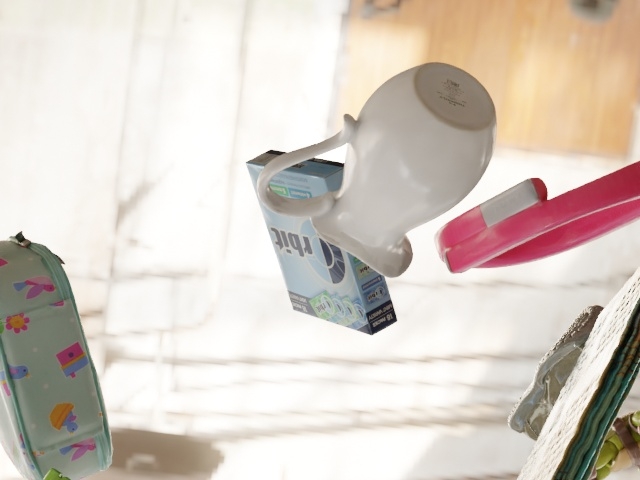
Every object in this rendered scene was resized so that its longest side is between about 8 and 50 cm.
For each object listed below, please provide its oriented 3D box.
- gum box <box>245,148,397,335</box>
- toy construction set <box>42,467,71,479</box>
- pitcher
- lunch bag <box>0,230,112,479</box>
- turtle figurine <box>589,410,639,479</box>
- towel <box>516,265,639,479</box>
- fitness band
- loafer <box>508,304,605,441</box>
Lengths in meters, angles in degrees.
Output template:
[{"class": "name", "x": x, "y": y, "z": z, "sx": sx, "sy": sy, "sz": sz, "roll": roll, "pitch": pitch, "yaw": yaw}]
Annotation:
[{"class": "gum box", "x": 0.000, "y": 0.000, "z": 1.857, "sx": 0.041, "sy": 0.184, "sz": 0.157, "roll": -29, "pitch": -157, "yaw": -27}, {"class": "toy construction set", "x": -0.306, "y": 0.333, "z": 1.658, "sx": 0.151, "sy": 0.327, "sz": 0.215, "roll": 49, "pitch": 171, "yaw": -2}, {"class": "pitcher", "x": 0.052, "y": -0.073, "z": 1.589, "sx": 0.177, "sy": 0.207, "sz": 0.125, "roll": 17, "pitch": -134, "yaw": -19}, {"class": "lunch bag", "x": -0.328, "y": 0.128, "z": 1.949, "sx": 0.107, "sy": 0.279, "sz": 0.224, "roll": -17, "pitch": -168, "yaw": -19}, {"class": "turtle figurine", "x": 0.355, "y": 0.243, "z": 2.041, "sx": 0.217, "sy": 0.087, "sz": 0.269, "roll": -30, "pitch": 160, "yaw": -3}, {"class": "towel", "x": 0.240, "y": 0.180, "z": 1.628, "sx": 0.040, "sy": 0.370, "sz": 0.271, "roll": 29, "pitch": 157, "yaw": 4}, {"class": "fitness band", "x": 0.243, "y": -0.024, "z": 1.751, "sx": 0.209, "sy": 0.054, "sz": 0.291, "roll": -8, "pitch": 168, "yaw": -36}, {"class": "loafer", "x": 0.289, "y": 0.160, "z": 1.942, "sx": 0.087, "sy": 0.251, "sz": 0.094, "roll": 37, "pitch": -120, "yaw": 12}]
